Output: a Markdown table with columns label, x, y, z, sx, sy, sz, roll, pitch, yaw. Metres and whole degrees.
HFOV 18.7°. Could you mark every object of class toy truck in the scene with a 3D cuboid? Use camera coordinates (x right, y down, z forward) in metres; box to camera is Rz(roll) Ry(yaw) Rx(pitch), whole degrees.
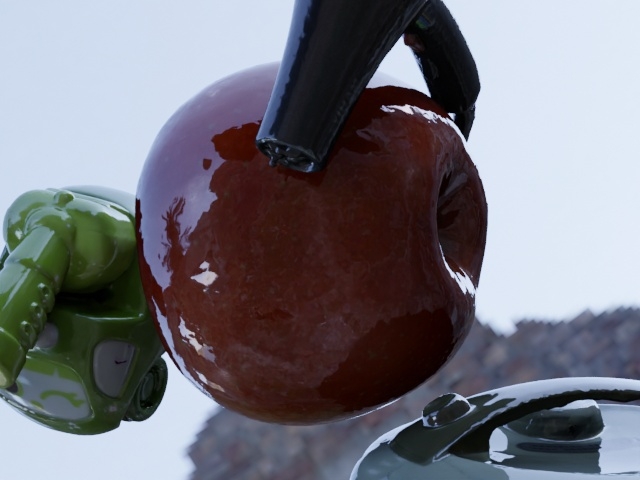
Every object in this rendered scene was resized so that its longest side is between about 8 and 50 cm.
| label | x | y | z | sx | sy | sz | roll | pitch | yaw |
| --- | --- | --- | --- | --- | --- | --- | --- | --- | --- |
| toy truck | -0.191 | 0.039 | 1.453 | 0.187 | 0.148 | 0.210 | -68 | -23 | -14 |

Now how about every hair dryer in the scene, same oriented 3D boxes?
| label | x | y | z | sx | sy | sz | roll | pitch | yaw |
| --- | --- | --- | --- | --- | --- | --- | --- | --- | --- |
| hair dryer | 0.061 | -0.111 | 1.306 | 0.272 | 0.091 | 0.235 | 44 | -118 | -52 |

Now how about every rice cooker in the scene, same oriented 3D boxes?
| label | x | y | z | sx | sy | sz | roll | pitch | yaw |
| --- | --- | --- | --- | --- | --- | --- | --- | --- | --- |
| rice cooker | 0.182 | 0.254 | 1.301 | 0.335 | 0.335 | 0.325 | -4 | -83 | -46 |

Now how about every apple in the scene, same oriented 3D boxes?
| label | x | y | z | sx | sy | sz | roll | pitch | yaw |
| --- | --- | --- | --- | --- | --- | --- | --- | --- | --- |
| apple | 0.000 | 0.000 | 1.357 | 0.216 | 0.260 | 0.260 | -8 | -18 | 22 |
